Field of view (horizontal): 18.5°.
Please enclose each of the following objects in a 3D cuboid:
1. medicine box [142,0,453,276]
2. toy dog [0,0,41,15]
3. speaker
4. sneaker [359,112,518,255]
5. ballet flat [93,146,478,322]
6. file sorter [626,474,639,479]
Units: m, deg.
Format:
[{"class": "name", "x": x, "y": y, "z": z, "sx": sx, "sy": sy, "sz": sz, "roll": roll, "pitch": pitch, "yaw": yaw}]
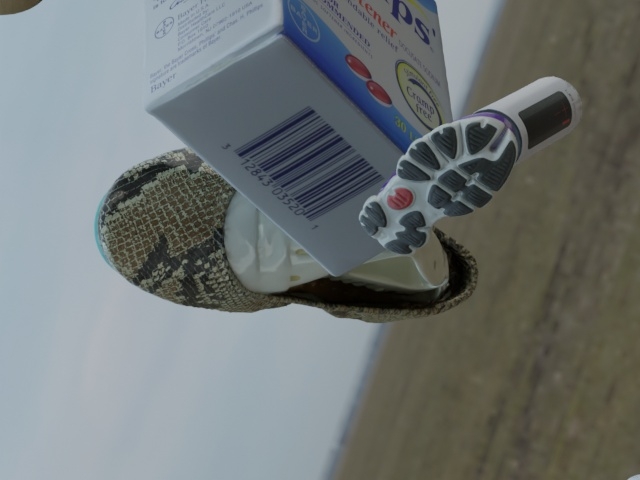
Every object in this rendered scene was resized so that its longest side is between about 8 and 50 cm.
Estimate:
[{"class": "medicine box", "x": -0.017, "y": -0.167, "z": 1.731, "sx": 0.149, "sy": 0.263, "sz": 0.289, "roll": -29, "pitch": 40, "yaw": 24}, {"class": "toy dog", "x": -0.308, "y": -0.194, "z": 1.208, "sx": 0.333, "sy": 0.161, "sz": 0.220, "roll": -25, "pitch": -34, "yaw": -51}, {"class": "speaker", "x": 0.170, "y": -0.098, "z": 1.647, "sx": 0.136, "sy": 0.055, "sz": 0.055, "roll": -28, "pitch": -39, "yaw": -57}, {"class": "sneaker", "x": 0.084, "y": -0.054, "z": 1.403, "sx": 0.170, "sy": 0.068, "sz": 0.071, "roll": -37, "pitch": 21, "yaw": 54}, {"class": "ballet flat", "x": 0.000, "y": 0.000, "z": 1.933, "sx": 0.483, "sy": 0.182, "sz": 0.164, "roll": 12, "pitch": -98, "yaw": -52}, {"class": "file sorter", "x": 0.355, "y": 0.350, "z": 1.697, "sx": 0.173, "sy": 0.192, "sz": 0.278, "roll": 64, "pitch": -152, "yaw": -61}]
